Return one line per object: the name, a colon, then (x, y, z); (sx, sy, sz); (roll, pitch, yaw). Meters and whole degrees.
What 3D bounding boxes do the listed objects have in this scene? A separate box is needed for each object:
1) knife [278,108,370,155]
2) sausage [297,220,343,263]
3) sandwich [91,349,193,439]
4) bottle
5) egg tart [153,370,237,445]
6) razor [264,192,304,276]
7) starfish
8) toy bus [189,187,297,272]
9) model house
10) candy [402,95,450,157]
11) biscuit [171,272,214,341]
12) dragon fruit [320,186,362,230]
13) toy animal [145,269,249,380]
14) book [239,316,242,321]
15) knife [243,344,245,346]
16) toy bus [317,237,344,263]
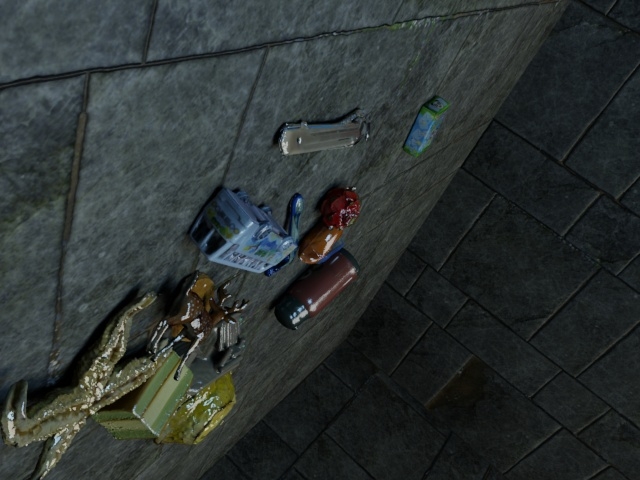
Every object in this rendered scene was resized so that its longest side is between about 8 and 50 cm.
knife: (0.010, -0.241, 1.235); (0.365, 0.043, 0.089); (-24, 117, -55)
sausage: (0.000, 0.000, 1.683); (0.179, 0.089, 0.089); (-46, 164, -12)
sandwich: (-0.415, 0.361, 1.307); (0.117, 0.144, 0.187); (62, 37, -30)
bottle: (-0.017, 0.173, 1.935); (0.336, 0.144, 0.144); (-43, 163, -25)
egg tart: (-0.386, 0.552, 1.807); (0.345, 0.132, 0.345); (-47, 167, -14)
razor: (-0.080, -0.006, 1.502); (0.093, 0.056, 0.324); (-38, 160, -36)
starfish: (-0.422, 0.250, 1.067); (0.432, 0.083, 0.323); (-45, 159, -47)
toy bus: (-0.156, -0.010, 1.185); (0.136, 0.109, 0.330); (-40, 165, 4)
model house: (-0.288, 0.274, 1.436); (0.229, 0.122, 0.188); (-20, 143, -53)
candy: (0.350, -0.377, 1.849); (0.097, 0.062, 0.194); (-39, 160, -36)
biscuit: (-0.292, 0.151, 1.267); (0.142, 0.029, 0.220); (-52, 163, -38)
dragon fruit: (0.061, -0.093, 1.590); (0.130, 0.121, 0.142); (-16, -175, -10)
toy animal: (-0.255, 0.169, 1.194); (0.260, 0.087, 0.243); (-53, 165, -27)
book: (-0.293, 0.281, 1.634); (0.103, 0.017, 0.135); (-56, 164, 19)
knife: (-0.271, 0.354, 1.899); (0.014, 0.005, 0.091); (-47, 164, -9)
toy bus: (0.020, 0.026, 1.856); (0.153, 0.061, 0.051); (-34, 163, -52)
